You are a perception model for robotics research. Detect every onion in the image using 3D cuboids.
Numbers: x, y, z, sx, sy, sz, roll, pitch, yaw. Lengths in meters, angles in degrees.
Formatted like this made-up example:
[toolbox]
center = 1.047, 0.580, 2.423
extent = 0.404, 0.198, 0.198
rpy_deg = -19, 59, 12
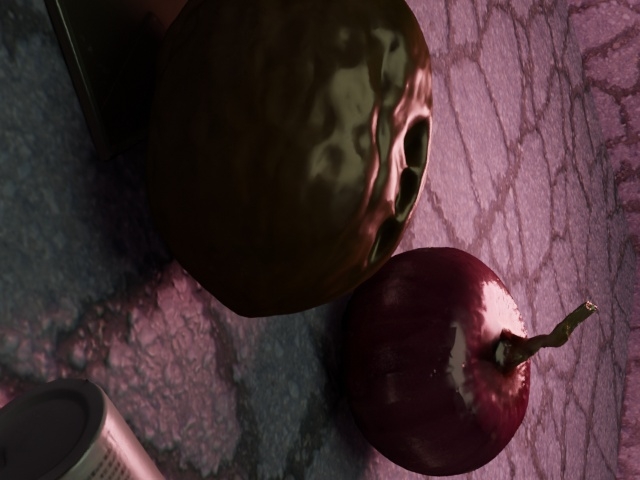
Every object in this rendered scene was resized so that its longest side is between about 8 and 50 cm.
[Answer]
[onion]
center = 0.197, 0.186, 1.533
extent = 0.358, 0.345, 0.358
rpy_deg = 1, 87, -28

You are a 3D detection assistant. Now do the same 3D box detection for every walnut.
[walnut]
center = -0.032, -0.108, 1.098
extent = 0.354, 0.308, 0.398
rpy_deg = 14, 88, -71

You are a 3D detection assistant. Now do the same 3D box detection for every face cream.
[face cream]
center = -0.184, 0.307, 0.946
extent = 0.370, 0.145, 0.145
rpy_deg = 66, 33, -34

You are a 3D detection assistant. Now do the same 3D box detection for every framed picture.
[framed picture]
center = -0.199, -0.230, 1.138
extent = 0.281, 0.019, 0.209
rpy_deg = -43, 123, -56
